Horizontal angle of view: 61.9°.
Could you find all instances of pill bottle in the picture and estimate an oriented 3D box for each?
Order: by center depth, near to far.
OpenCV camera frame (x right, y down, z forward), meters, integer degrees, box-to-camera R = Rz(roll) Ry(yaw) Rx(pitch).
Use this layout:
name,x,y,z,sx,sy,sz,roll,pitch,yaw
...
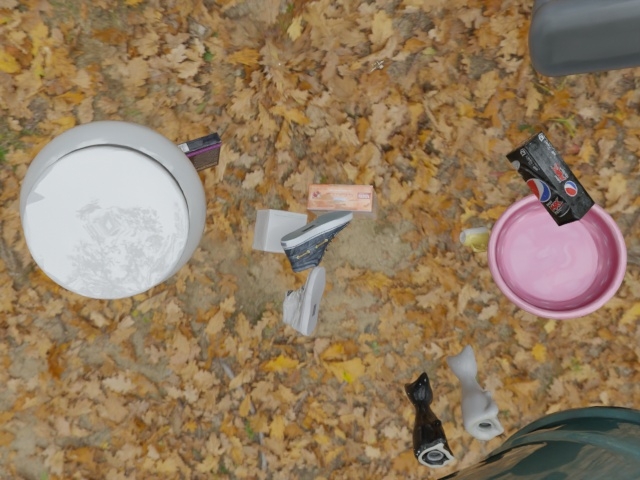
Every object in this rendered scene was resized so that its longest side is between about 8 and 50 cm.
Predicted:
name,x,y,z,sx,sy,sz,roll,pitch,yaw
pill bottle,-0.209,-0.041,0.562,0.170,0.301,0.169,-4,102,-17

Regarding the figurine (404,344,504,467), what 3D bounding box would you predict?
name,x,y,z,sx,sy,sz,roll,pitch,yaw
figurine,0.284,0.356,1.187,0.092,0.209,0.215,36,116,-28

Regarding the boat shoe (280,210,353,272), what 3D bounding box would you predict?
name,x,y,z,sx,sy,sz,roll,pitch,yaw
boat shoe,0.000,0.000,1.187,0.184,0.065,0.083,-26,113,-23

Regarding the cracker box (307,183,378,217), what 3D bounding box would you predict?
name,x,y,z,sx,sy,sz,roll,pitch,yaw
cracker box,0.064,-0.095,1.366,0.156,0.232,0.067,3,88,9

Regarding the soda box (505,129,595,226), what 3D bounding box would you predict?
name,x,y,z,sx,sy,sz,roll,pitch,yaw
soda box,0.419,-0.111,0.973,0.060,0.053,0.168,-39,93,-24

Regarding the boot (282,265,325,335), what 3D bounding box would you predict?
name,x,y,z,sx,sy,sz,roll,pitch,yaw
boot,-0.066,0.188,1.781,0.124,0.095,0.258,22,112,25

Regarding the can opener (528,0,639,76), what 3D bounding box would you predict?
name,x,y,z,sx,sy,sz,roll,pitch,yaw
can opener,0.255,-0.146,0.273,0.281,0.074,0.093,-4,124,28

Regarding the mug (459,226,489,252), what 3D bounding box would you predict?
name,x,y,z,sx,sy,sz,roll,pitch,yaw
mug,0.423,-0.006,1.468,0.064,0.078,0.062,2,102,-15

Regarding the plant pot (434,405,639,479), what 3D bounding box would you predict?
name,x,y,z,sx,sy,sz,roll,pitch,yaw
plant pot,0.163,0.304,0.378,0.334,0.341,0.340,11,110,-41

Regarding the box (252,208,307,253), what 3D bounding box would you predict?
name,x,y,z,sx,sy,sz,roll,pitch,yaw
box,-0.098,-0.020,1.283,0.101,0.087,0.101,8,90,-27

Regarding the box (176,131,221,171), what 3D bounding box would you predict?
name,x,y,z,sx,sy,sz,roll,pitch,yaw
box,-0.291,-0.192,1.235,0.116,0.162,0.029,-22,83,-17

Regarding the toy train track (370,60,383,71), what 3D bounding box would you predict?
name,x,y,z,sx,sy,sz,roll,pitch,yaw
toy train track,0.165,-0.512,1.557,0.048,0.083,0.014,-39,112,7

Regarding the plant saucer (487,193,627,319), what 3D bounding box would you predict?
name,x,y,z,sx,sy,sz,roll,pitch,yaw
plant saucer,0.603,0.040,1.388,0.333,0.084,0.331,-2,78,11
